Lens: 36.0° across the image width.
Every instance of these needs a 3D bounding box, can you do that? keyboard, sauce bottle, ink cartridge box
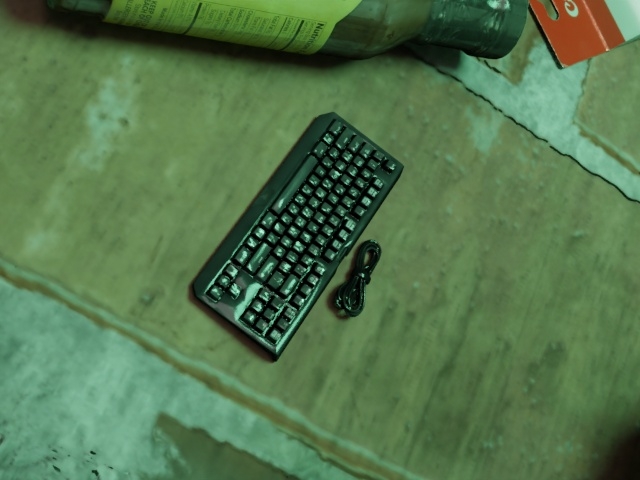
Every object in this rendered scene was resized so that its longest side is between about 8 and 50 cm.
[{"bbox_3d":[0.000,0.000,0.700,0.108,0.023,0.180,39,65,-10],"label":"keyboard"},{"bbox_3d":[-0.014,-0.189,0.699,0.344,0.111,0.112,3,74,-24],"label":"sauce bottle"},{"bbox_3d":[0.255,-0.246,0.872,0.179,0.045,0.145,-23,85,-30],"label":"ink cartridge box"}]
